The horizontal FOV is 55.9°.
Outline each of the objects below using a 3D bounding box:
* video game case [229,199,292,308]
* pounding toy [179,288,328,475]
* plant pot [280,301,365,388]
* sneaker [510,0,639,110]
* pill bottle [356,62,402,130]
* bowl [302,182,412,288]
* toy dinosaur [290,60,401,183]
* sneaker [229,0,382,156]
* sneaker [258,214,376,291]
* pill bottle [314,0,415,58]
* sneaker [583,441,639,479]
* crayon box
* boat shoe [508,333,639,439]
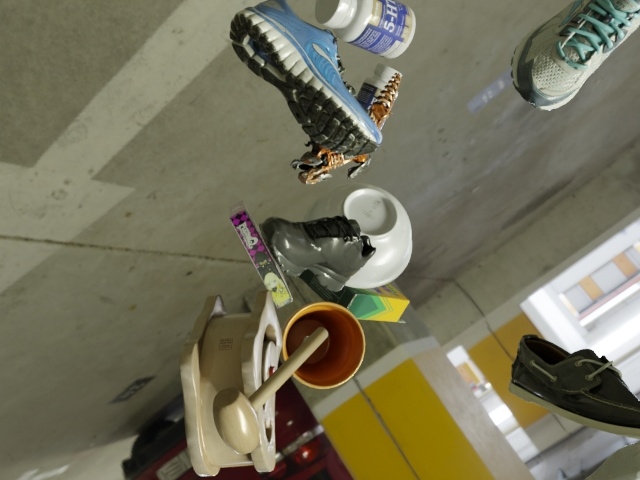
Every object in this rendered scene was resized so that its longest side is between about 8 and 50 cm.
[{"bbox_3d":[-0.131,0.022,1.295,0.041,0.210,0.232,-27,-168,-3],"label":"video game case"},{"bbox_3d":[-0.060,0.162,0.661,0.154,0.154,0.269,-6,-159,4],"label":"pounding toy"},{"bbox_3d":[-0.013,0.259,1.518,0.205,0.205,0.188,-30,180,-15],"label":"plant pot"},{"bbox_3d":[0.374,-0.301,0.830,0.283,0.110,0.122,-48,180,-13],"label":"sneaker"},{"bbox_3d":[0.138,-0.355,1.528,0.094,0.094,0.169,4,114,-64],"label":"pill bottle"},{"bbox_3d":[0.109,-0.038,1.519,0.298,0.298,0.134,-26,161,-25],"label":"bowl"},{"bbox_3d":[0.050,-0.261,1.319,0.322,0.218,0.164,-46,-171,-38],"label":"toy dinosaur"},{"bbox_3d":[0.002,-0.292,1.053,0.147,0.330,0.130,-48,-167,-28],"label":"sneaker"},{"bbox_3d":[0.000,0.000,1.053,0.130,0.109,0.286,-38,154,16],"label":"sneaker"},{"bbox_3d":[0.087,-0.442,1.198,0.186,0.112,0.112,7,139,-37],"label":"pill bottle"},{"bbox_3d":[0.672,0.548,1.296,0.256,0.151,0.094,-36,-174,4],"label":"sneaker"},{"bbox_3d":[0.115,0.142,1.749,0.323,0.203,0.083,14,111,-50],"label":"crayon box"},{"bbox_3d":[0.290,0.159,0.659,0.084,0.079,0.233,12,180,-17],"label":"boat shoe"}]
